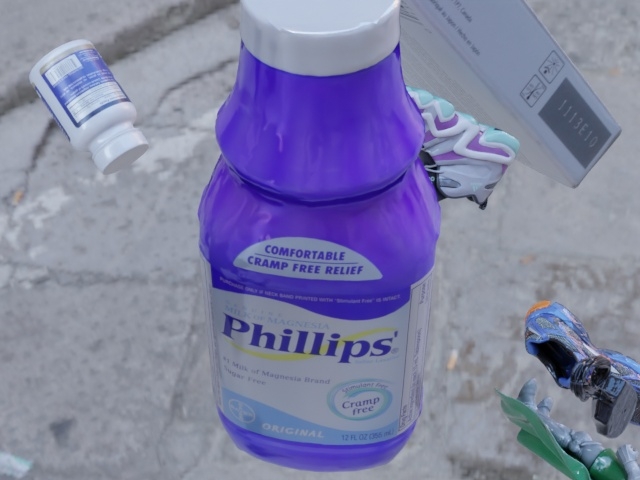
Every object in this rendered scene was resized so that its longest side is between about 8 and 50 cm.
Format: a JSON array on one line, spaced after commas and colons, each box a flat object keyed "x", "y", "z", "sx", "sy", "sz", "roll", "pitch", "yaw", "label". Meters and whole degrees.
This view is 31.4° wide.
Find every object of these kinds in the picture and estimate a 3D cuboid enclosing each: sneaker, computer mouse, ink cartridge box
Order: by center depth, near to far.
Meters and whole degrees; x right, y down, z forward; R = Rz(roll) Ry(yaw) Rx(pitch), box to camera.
[{"x": 0.067, "y": -0.050, "z": 0.689, "sx": 0.098, "sy": 0.069, "sz": 0.038, "roll": 25, "pitch": 3, "yaw": -11, "label": "sneaker"}, {"x": 0.051, "y": -0.164, "z": 0.778, "sx": 0.060, "sy": 0.275, "sz": 0.239, "roll": -51, "pitch": 41, "yaw": 0, "label": "ink cartridge box"}, {"x": 0.308, "y": 0.170, "z": 1.271, "sx": 0.041, "sy": 0.242, "sz": 0.071, "roll": 23, "pitch": 81, "yaw": 31, "label": "computer mouse"}, {"x": 0.356, "y": 0.179, "z": 1.520, "sx": 0.221, "sy": 0.083, "sz": 0.087, "roll": 36, "pitch": 37, "yaw": 8, "label": "sneaker"}]

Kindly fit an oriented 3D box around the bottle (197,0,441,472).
[{"x": 0.000, "y": 0.000, "z": 0.558, "sx": 0.118, "sy": 0.283, "sz": 0.092, "roll": 5, "pitch": 44, "yaw": 4, "label": "bottle"}]

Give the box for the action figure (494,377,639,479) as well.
[{"x": 0.257, "y": 0.208, "z": 0.967, "sx": 0.063, "sy": 0.137, "sz": 0.232, "roll": -50, "pitch": 52, "yaw": -1, "label": "action figure"}]

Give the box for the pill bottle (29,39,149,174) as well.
[{"x": -0.344, "y": -0.198, "z": 1.715, "sx": 0.112, "sy": 0.112, "sz": 0.187, "roll": -32, "pitch": 85, "yaw": -23, "label": "pill bottle"}]
